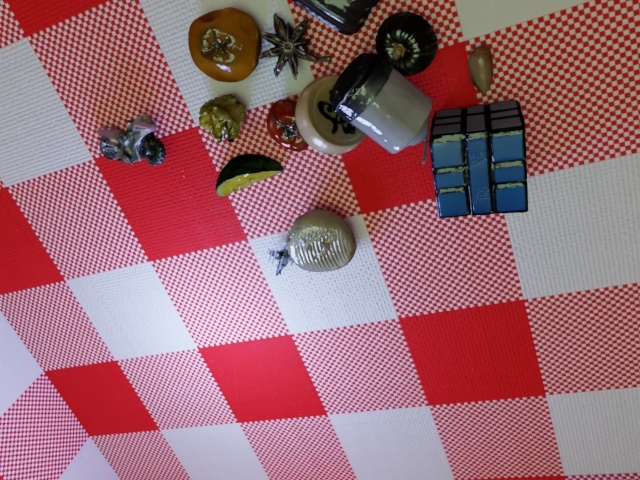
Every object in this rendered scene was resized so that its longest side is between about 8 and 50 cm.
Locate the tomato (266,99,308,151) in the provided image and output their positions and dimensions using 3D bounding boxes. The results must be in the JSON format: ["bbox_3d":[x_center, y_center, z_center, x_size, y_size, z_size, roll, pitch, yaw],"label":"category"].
[{"bbox_3d":[-0.098,-0.400,1.906,0.187,0.151,0.187,2,123,3],"label":"tomato"}]

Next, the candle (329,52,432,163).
[{"bbox_3d":[0.212,-0.406,1.707,0.343,0.221,0.221,33,122,-17],"label":"candle"}]

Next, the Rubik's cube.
[{"bbox_3d":[0.502,-0.260,1.752,0.284,0.293,0.288,-6,116,15],"label":"Rubik's cube"}]

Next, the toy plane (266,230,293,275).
[{"bbox_3d":[-0.149,0.077,2.238,0.160,0.082,0.234,5,124,-19],"label":"toy plane"}]

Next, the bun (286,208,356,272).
[{"bbox_3d":[0.003,-0.004,2.104,0.273,0.168,0.272,1,126,1],"label":"bun"}]

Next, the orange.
[{"bbox_3d":[-0.317,-0.634,1.810,0.249,0.183,0.248,6,119,12],"label":"orange"}]

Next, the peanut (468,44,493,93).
[{"bbox_3d":[0.503,-0.531,1.719,0.076,0.076,0.152,-3,122,16],"label":"peanut"}]

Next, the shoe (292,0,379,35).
[{"bbox_3d":[0.013,-0.809,1.629,0.384,0.171,0.237,34,128,-8],"label":"shoe"}]

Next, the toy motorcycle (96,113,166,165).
[{"bbox_3d":[-0.722,-0.389,2.093,0.327,0.143,0.187,10,113,26],"label":"toy motorcycle"}]

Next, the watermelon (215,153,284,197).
[{"bbox_3d":[-0.294,-0.244,2.086,0.301,0.123,0.129,-20,134,26],"label":"watermelon"}]

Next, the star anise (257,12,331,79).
[{"bbox_3d":[-0.091,-0.629,1.809,0.231,0.089,0.209,40,106,-16],"label":"star anise"}]

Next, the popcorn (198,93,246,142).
[{"bbox_3d":[-0.352,-0.429,1.929,0.169,0.195,0.173,5,125,3],"label":"popcorn"}]

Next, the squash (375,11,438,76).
[{"bbox_3d":[0.263,-0.604,1.696,0.193,0.156,0.193,7,103,34],"label":"squash"}]

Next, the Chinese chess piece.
[{"bbox_3d":[0.042,-0.411,1.810,0.257,0.257,0.104,47,159,-14],"label":"Chinese chess piece"}]
